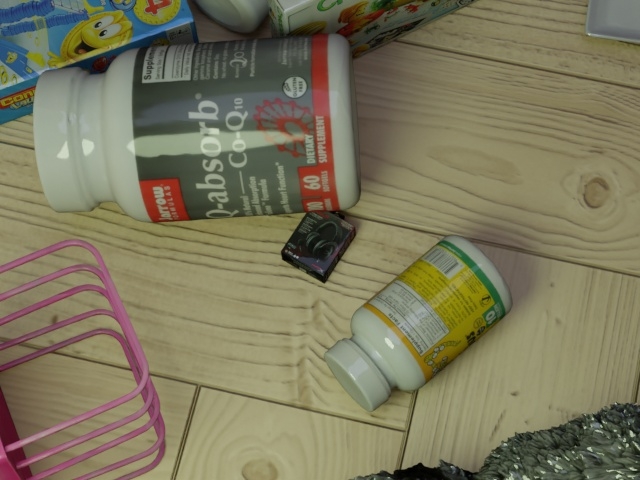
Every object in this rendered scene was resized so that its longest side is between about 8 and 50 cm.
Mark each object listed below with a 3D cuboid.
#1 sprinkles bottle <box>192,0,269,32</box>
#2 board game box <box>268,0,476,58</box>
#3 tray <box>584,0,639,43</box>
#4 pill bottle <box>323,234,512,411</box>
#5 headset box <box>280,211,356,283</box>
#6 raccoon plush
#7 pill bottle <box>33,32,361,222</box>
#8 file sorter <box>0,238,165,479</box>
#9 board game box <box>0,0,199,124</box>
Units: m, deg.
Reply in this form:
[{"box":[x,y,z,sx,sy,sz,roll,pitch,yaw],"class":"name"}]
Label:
[{"box":[-0.035,-0.435,1.945,0.121,0.121,0.355,31,72,13],"class":"sprinkles bottle"},{"box":[0.083,-0.312,1.856,0.305,0.193,0.053,-26,70,-8],"class":"board game box"},{"box":[0.478,-0.301,1.929,0.270,0.030,0.145,9,68,5],"class":"tray"},{"box":[0.110,0.099,1.734,0.208,0.117,0.117,-39,73,-13],"class":"pill bottle"},{"box":[0.000,0.000,1.821,0.062,0.032,0.083,30,74,13],"class":"headset box"},{"box":[0.261,0.254,1.520,0.446,0.299,0.216,-8,62,-23],"class":"raccoon plush"},{"box":[-0.139,-0.128,1.778,0.363,0.210,0.210,-4,68,4],"class":"pill bottle"},{"box":[-0.281,0.154,1.633,0.182,0.291,0.202,-21,70,-10],"class":"file sorter"},{"box":[-0.347,-0.333,1.932,0.302,0.086,0.308,-21,70,-6],"class":"board game box"}]
